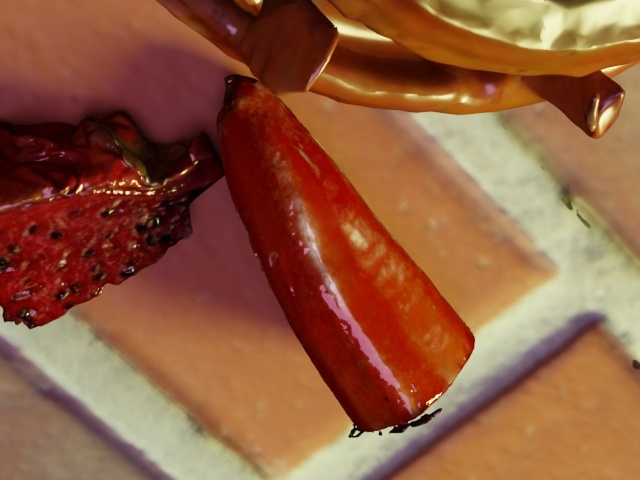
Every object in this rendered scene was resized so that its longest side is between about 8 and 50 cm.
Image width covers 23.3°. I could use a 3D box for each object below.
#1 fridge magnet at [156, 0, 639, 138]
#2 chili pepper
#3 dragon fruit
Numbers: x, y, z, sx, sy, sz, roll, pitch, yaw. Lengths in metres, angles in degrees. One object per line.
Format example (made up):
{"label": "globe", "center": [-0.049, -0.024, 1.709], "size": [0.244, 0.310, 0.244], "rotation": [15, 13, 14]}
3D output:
{"label": "fridge magnet", "center": [0.079, -0.201, 0.521], "size": [0.363, 0.155, 0.364], "rotation": [-12, 125, -17]}
{"label": "chili pepper", "center": [0.003, -0.003, 0.696], "size": [0.065, 0.088, 0.169], "rotation": [-25, 107, 26]}
{"label": "dragon fruit", "center": [-0.115, -0.027, 0.693], "size": [0.131, 0.063, 0.097], "rotation": [-30, 144, 6]}
